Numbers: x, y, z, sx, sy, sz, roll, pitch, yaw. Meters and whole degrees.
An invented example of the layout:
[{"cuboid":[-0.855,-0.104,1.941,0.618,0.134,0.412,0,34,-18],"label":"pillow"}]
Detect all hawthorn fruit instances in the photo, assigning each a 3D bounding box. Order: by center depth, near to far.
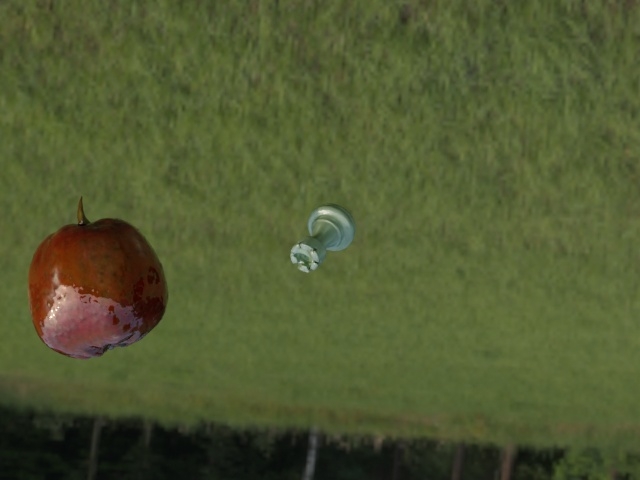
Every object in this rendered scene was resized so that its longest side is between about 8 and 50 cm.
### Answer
[{"cuboid":[-0.286,0.044,1.388,0.179,0.200,0.179,-17,-177,1],"label":"hawthorn fruit"}]

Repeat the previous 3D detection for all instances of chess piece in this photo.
[{"cuboid":[0.000,0.000,1.455,0.067,0.067,0.103,1,-153,25],"label":"chess piece"}]
